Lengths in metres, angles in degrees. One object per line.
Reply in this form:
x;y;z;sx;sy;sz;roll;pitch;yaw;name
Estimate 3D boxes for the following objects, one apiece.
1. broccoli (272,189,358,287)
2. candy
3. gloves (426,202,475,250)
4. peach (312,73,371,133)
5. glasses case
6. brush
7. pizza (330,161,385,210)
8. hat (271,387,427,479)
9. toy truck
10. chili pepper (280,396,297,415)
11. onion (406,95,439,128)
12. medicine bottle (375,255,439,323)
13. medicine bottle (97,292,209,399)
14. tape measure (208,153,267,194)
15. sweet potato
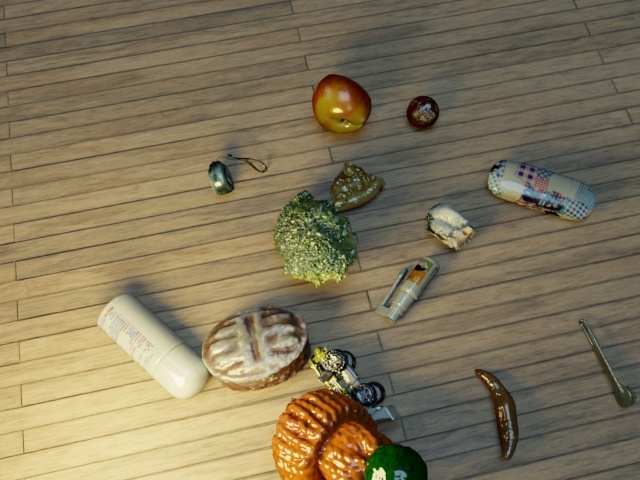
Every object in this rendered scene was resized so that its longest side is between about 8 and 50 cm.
-0.019;0.002;1.903;0.235;0.260;0.288;-18;65;7;broccoli
-0.168;0.294;1.817;0.290;0.157;0.214;-15;53;0;candy
0.382;-0.042;2.016;0.114;0.070;0.153;-41;66;-8;gloves
0.068;-0.439;2.126;0.190;0.190;0.192;-1;62;-1;peach
0.679;-0.157;2.065;0.327;0.076;0.125;19;70;7;glasses case
0.795;0.336;1.868;0.027;0.062;0.266;-10;62;-21;brush
0.105;-0.179;2.077;0.182;0.062;0.161;-17;66;-7;pizza
0.099;0.497;1.569;0.400;0.285;0.285;-2;60;39;hat
0.088;0.394;1.793;0.111;0.136;0.286;-46;70;4;toy truck
-0.041;0.480;1.785;0.123;0.073;0.070;27;110;13;chili pepper
0.332;-0.414;2.169;0.107;0.097;0.107;0;89;20;onion
0.250;0.139;1.945;0.092;0.061;0.220;24;66;36;medicine bottle
-0.446;0.295;1.825;0.341;0.130;0.130;38;71;16;medicine bottle
-0.251;-0.203;2.058;0.180;0.104;0.107;-10;63;-4;tape measure
0.489;0.458;1.807;0.078;0.058;0.255;-19;62;13;sweet potato
